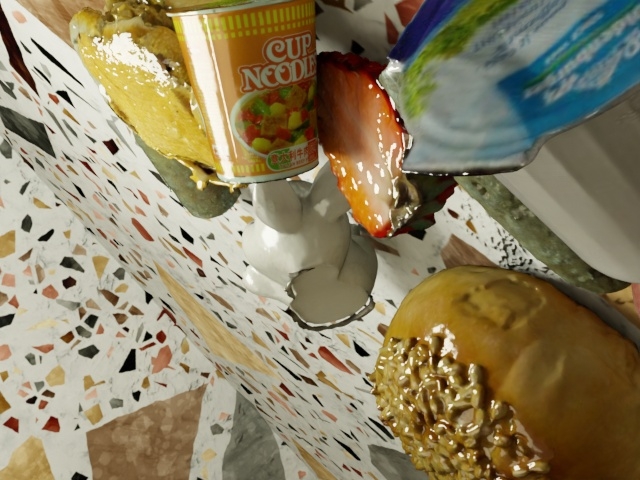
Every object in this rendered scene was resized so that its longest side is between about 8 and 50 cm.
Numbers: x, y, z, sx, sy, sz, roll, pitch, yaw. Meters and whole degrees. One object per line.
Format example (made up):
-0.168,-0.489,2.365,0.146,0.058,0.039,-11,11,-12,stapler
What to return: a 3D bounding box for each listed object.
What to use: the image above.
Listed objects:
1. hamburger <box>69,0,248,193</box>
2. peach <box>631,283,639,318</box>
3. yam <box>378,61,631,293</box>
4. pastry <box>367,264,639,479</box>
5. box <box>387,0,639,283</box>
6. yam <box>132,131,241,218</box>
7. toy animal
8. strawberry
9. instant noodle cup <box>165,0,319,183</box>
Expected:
-0.178,-0.209,1.112,0.319,0.158,0.318,35,156,18,hamburger
0.334,0.032,0.718,0.152,0.152,0.152,36,158,17,peach
0.193,-0.077,0.778,0.330,0.133,0.133,45,159,-19,yam
0.238,0.217,1.072,0.410,0.245,0.409,38,160,17,pastry
0.201,-0.105,0.604,0.206,0.262,0.291,43,-161,-31,box
-0.227,-0.146,1.392,0.106,0.106,0.259,20,149,44,yam
-0.006,0.004,1.168,0.325,0.209,0.154,102,150,-55,toy animal
0.078,-0.121,0.919,0.236,0.111,0.190,58,152,33,strawberry
-0.071,-0.164,0.915,0.168,0.168,0.184,15,118,50,instant noodle cup
